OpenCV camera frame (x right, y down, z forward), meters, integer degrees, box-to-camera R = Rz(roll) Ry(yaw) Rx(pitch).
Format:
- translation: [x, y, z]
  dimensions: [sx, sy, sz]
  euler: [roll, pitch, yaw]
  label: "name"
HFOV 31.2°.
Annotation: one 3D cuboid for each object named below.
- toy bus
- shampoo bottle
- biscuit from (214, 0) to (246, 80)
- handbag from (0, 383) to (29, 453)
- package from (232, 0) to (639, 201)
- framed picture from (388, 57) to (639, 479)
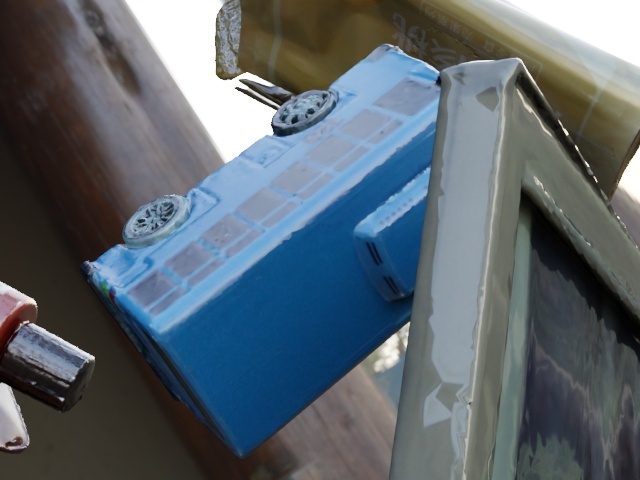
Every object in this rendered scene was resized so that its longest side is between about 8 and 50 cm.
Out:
- translation: [0.000, 0.000, 0.514]
  dimensions: [0.185, 0.090, 0.106]
  euler: [-39, 31, -14]
  label: "toy bus"
- translation: [-0.345, 0.076, 1.085]
  dimensions: [0.104, 0.278, 0.104]
  euler: [-62, -5, -10]
  label: "shampoo bottle"
- translation: [-0.102, -0.255, 1.425]
  dimensions: [0.071, 0.147, 0.018]
  euler: [-22, -40, 22]
  label: "biscuit"
- translation: [-0.501, 0.147, 1.460]
  dimensions: [0.084, 0.275, 0.260]
  euler: [-32, -38, 7]
  label: "handbag"
- translation: [0.087, -0.117, 0.851]
  dimensions: [0.165, 0.311, 0.221]
  euler: [-63, -14, 14]
  label: "package"
- translation: [0.087, 0.205, 0.414]
  dimensions: [0.028, 0.446, 0.326]
  euler: [0, -17, 29]
  label: "framed picture"
